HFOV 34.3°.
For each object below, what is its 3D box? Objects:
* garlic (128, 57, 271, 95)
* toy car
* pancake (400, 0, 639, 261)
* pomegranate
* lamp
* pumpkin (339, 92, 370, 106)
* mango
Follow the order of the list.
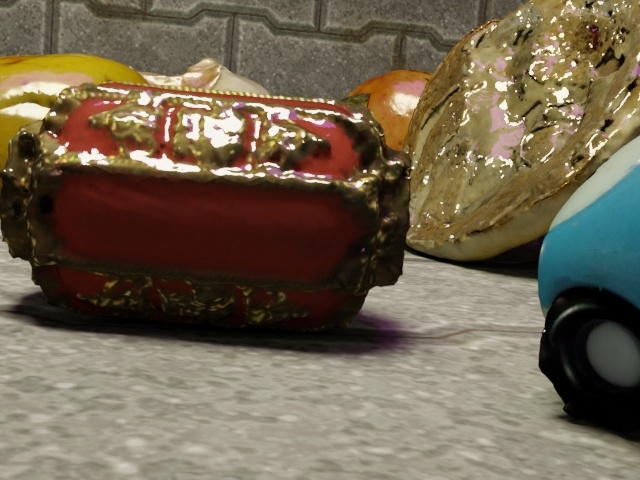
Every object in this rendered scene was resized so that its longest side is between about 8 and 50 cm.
[{"bbox_3d":[-0.195,-0.139,1.442,0.281,0.184,0.203,-17,-16,-16],"label":"garlic"},{"bbox_3d":[0.241,0.000,0.539,0.255,0.190,0.188,11,25,42],"label":"toy car"},{"bbox_3d":[0.218,-0.135,1.132,0.082,0.387,0.387,40,-11,-29],"label":"pancake"},{"bbox_3d":[0.124,-0.149,1.591,0.215,0.215,0.215,5,8,-1],"label":"pomegranate"},{"bbox_3d":[-0.075,-0.024,0.715,0.274,0.177,0.177,3,8,0],"label":"lamp"},{"bbox_3d":[-0.013,-0.118,1.363,0.148,0.169,0.312,8,8,1],"label":"pumpkin"},{"bbox_3d":[-0.356,-0.114,1.171,0.365,0.182,0.253,-11,17,-24],"label":"mango"}]
